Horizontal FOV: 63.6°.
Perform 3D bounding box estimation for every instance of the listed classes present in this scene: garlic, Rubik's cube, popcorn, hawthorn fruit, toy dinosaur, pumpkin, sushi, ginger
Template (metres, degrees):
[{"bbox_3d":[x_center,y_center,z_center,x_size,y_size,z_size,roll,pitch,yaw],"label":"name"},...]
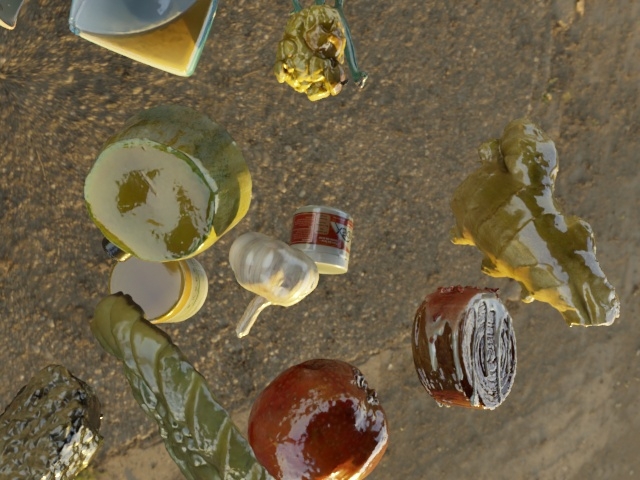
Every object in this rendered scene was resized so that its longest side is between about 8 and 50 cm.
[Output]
[{"bbox_3d":[-0.127,0.104,1.097,0.199,0.199,0.225,32,85,-35],"label":"garlic"},{"bbox_3d":[-0.485,-0.698,1.495,0.348,0.351,0.352,19,108,-18],"label":"Rubik's cube"},{"bbox_3d":[-0.022,-0.409,1.137,0.164,0.140,0.194,-7,106,11],"label":"popcorn"},{"bbox_3d":[-0.021,0.305,0.817,0.253,0.205,0.205,-39,124,8],"label":"hawthorn fruit"},{"bbox_3d":[0.012,-0.571,1.504,0.130,0.383,0.330,-11,96,-24],"label":"toy dinosaur"},{"bbox_3d":[-0.326,-0.102,1.108,0.333,0.199,0.332,2,120,3],"label":"pumpkin"},{"bbox_3d":[-0.600,0.444,1.084,0.170,0.211,0.350,95,10,-48],"label":"sushi"},{"bbox_3d":[0.185,-0.008,0.479,0.115,0.205,0.081,-19,159,7],"label":"ginger"}]

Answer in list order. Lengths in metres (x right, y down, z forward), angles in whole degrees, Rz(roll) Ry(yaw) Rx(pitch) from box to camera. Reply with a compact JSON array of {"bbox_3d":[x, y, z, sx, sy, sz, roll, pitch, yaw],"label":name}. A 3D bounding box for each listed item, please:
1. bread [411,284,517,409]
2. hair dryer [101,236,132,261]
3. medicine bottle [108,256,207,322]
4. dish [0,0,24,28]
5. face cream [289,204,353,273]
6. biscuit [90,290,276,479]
[{"bbox_3d":[0.188,0.135,0.662,0.161,0.073,0.160,7,79,-40],"label":"bread"},{"bbox_3d":[-0.502,-0.091,1.353,0.197,0.251,0.089,-38,159,8],"label":"hair dryer"},{"bbox_3d":[-0.496,0.139,1.611,0.238,0.232,0.237,-1,82,7],"label":"medicine bottle"},{"bbox_3d":[-0.669,-0.539,0.998,0.212,0.077,0.151,71,27,-67],"label":"dish"},{"bbox_3d":[0.000,0.000,1.689,0.201,0.201,0.187,17,74,-35],"label":"face cream"},{"bbox_3d":[-0.092,0.168,0.418,0.036,0.187,0.273,-36,112,-33],"label":"biscuit"}]
